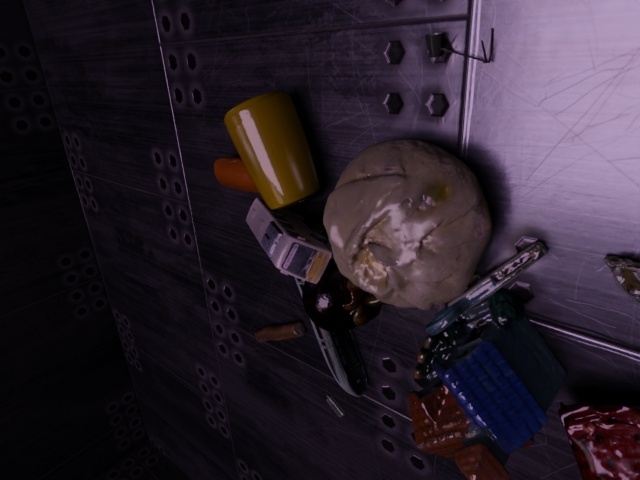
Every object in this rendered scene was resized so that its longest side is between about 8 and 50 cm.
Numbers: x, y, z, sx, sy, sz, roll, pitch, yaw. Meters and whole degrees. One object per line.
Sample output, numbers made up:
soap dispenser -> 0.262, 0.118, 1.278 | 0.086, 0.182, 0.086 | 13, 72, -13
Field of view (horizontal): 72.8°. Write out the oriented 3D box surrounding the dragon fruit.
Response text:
dragon fruit -> 0.608, 0.423, 0.794 | 0.286, 0.228, 0.329 | -33, 64, 15

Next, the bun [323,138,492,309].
bun -> 0.154, -0.023, 0.893 | 0.365, 0.219, 0.365 | 17, 120, 33

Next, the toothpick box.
toothpick box -> -0.109, -0.212, 1.076 | 0.175, 0.175, 0.271 | -13, 104, 45

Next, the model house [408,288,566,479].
model house -> 0.284, 0.314, 0.863 | 0.251, 0.329, 0.295 | 53, 134, 4

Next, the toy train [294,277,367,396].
toy train -> 0.029, 0.260, 1.240 | 0.088, 0.086, 0.406 | -10, 103, 49

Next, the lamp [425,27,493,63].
lamp -> 0.246, -0.347, 0.783 | 0.121, 0.041, 0.054 | 18, 129, 39

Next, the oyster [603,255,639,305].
oyster -> 0.537, 0.071, 0.726 | 0.100, 0.037, 0.098 | 56, 159, -23

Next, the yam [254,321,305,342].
yam -> -0.139, 0.308, 1.448 | 0.241, 0.057, 0.056 | -20, 96, 44

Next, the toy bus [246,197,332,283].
toy bus -> -0.087, -0.014, 1.093 | 0.097, 0.138, 0.342 | -62, 28, 11

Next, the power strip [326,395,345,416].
power strip -> 0.048, 0.537, 1.410 | 0.083, 0.017, 0.027 | 48, 133, 12

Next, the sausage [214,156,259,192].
sausage -> -0.217, -0.191, 1.244 | 0.238, 0.098, 0.098 | 16, 120, 39

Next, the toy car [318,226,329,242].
toy car -> 0.000, 0.000, 1.183 | 0.041, 0.025, 0.093 | 55, 133, 9

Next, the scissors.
scissors -> 0.330, 0.098, 0.881 | 0.041, 0.138, 0.289 | 50, 120, 12

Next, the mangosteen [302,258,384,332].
mangosteen -> 0.067, 0.142, 1.081 | 0.231, 0.194, 0.194 | 12, 118, 32
